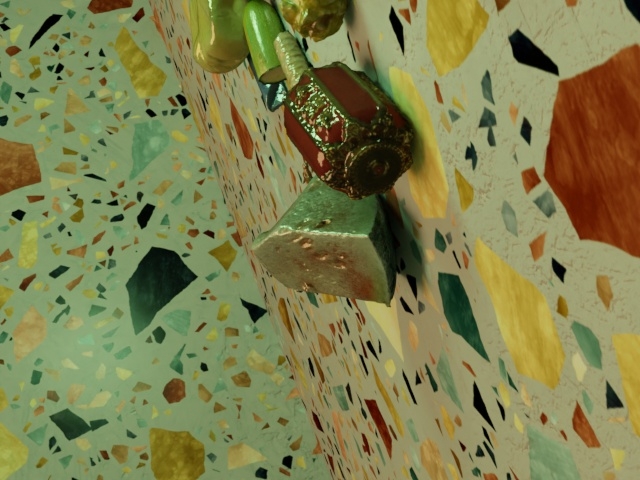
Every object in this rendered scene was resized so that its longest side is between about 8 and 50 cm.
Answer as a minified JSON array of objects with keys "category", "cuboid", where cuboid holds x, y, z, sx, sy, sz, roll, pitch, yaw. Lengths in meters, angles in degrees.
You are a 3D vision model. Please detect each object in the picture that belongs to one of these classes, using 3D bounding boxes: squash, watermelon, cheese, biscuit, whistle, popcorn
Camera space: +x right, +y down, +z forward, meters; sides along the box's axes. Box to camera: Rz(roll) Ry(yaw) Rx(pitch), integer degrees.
[{"category":"squash","cuboid":[-0.121,-0.444,2.047,0.095,0.095,0.188,122,129,-74]},{"category":"watermelon","cuboid":[0.000,0.000,1.772,0.387,0.258,0.229,-124,21,-62]},{"category":"cheese","cuboid":[-0.242,-0.512,2.212,0.214,0.117,0.226,152,108,-64]},{"category":"biscuit","cuboid":[-0.041,-0.334,1.937,0.061,0.055,0.219,75,172,-69]},{"category":"whistle","cuboid":[-0.151,-0.447,2.242,0.062,0.062,0.304,103,146,-68]},{"category":"popcorn","cuboid":[-0.006,-0.394,1.575,0.121,0.106,0.116,62,-152,-25]}]

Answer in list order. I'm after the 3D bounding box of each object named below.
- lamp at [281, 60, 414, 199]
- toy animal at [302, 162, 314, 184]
[{"category":"lamp","cuboid":[0.043,-0.184,1.543,0.274,0.177,0.177,-124,20,-51]},{"category":"toy animal","cuboid":[0.007,-0.085,2.077,0.230,0.066,0.224,123,128,-81]}]
